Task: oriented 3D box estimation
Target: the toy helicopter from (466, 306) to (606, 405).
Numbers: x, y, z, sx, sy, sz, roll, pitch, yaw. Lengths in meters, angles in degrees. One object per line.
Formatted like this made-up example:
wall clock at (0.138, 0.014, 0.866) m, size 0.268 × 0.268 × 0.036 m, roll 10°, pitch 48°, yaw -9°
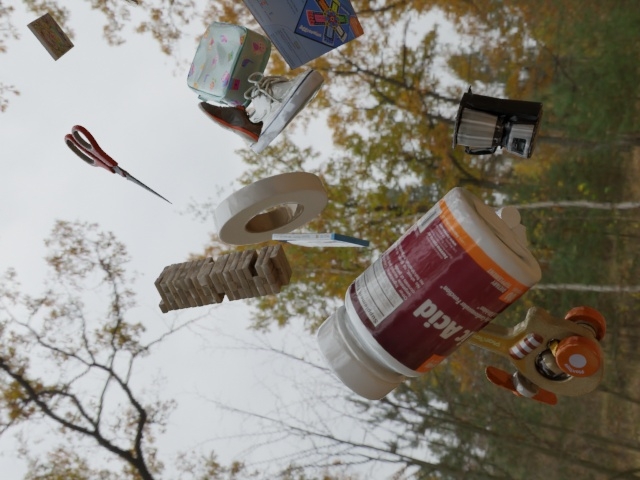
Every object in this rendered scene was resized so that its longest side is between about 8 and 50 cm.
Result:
toy helicopter at (0.414, 0.235, 1.339) m, size 0.140 × 0.355 × 0.235 m, roll -46°, pitch -34°, yaw -51°

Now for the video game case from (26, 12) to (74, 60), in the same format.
video game case at (-0.582, -0.443, 1.357) m, size 0.087 × 0.011 × 0.122 m, roll 55°, pitch -166°, yaw -27°

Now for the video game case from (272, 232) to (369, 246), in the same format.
video game case at (0.000, 0.000, 1.292) m, size 0.119 × 0.166 × 0.015 m, roll 12°, pitch -100°, yaw -50°

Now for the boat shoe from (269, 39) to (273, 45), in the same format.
boat shoe at (-0.134, -0.587, 1.832) m, size 0.035 × 0.035 × 0.100 m, roll -40°, pitch -74°, yaw -10°

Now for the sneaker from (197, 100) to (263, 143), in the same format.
sneaker at (-0.195, -0.276, 1.388) m, size 0.065 × 0.158 × 0.061 m, roll -61°, pitch -1°, yaw 1°

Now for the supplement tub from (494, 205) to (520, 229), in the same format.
supplement tub at (0.542, -0.057, 1.880) m, size 0.107 × 0.071 × 0.071 m, roll 136°, pitch 153°, yaw -68°

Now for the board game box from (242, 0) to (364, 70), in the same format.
board game box at (-0.033, -0.373, 0.978) m, size 0.281 × 0.145 × 0.027 m, roll 38°, pitch -148°, yaw -68°

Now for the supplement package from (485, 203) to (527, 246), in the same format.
supplement package at (0.540, 0.014, 2.067) m, size 0.203 × 0.194 × 0.149 m, roll -61°, pitch 0°, yaw 30°

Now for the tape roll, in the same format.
tape roll at (-0.162, -0.100, 2.067) m, size 0.392 × 0.392 × 0.072 m, roll 19°, pitch -134°, yaw -66°

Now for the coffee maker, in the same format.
coffee maker at (0.399, -0.272, 1.395) m, size 0.120 × 0.178 × 0.171 m, roll 60°, pitch -135°, yaw -67°

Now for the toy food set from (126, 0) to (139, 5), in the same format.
toy food set at (-0.435, -0.549, 1.312) m, size 0.128 × 0.218 × 0.071 m, roll 17°, pitch -80°, yaw -25°

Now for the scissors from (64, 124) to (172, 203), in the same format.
scissors at (-0.479, -0.163, 1.480) m, size 0.109 × 0.297 × 0.021 m, roll -40°, pitch 13°, yaw 51°

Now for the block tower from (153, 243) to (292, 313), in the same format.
block tower at (-0.247, 0.095, 1.548) m, size 0.091 × 0.335 × 0.097 m, roll -76°, pitch -30°, yaw -59°

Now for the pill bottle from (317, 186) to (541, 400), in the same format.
pill bottle at (0.189, 0.110, 1.171) m, size 0.392 × 0.224 × 0.224 m, roll -45°, pitch -13°, yaw 21°

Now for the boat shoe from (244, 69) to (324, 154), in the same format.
boat shoe at (-0.128, -0.358, 1.588) m, size 0.156 × 0.367 × 0.136 m, roll 45°, pitch -118°, yaw -9°

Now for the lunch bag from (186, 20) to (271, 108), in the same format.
lunch bag at (-0.258, -0.480, 1.730) m, size 0.107 × 0.279 × 0.224 m, roll 13°, pitch -79°, yaw -37°
